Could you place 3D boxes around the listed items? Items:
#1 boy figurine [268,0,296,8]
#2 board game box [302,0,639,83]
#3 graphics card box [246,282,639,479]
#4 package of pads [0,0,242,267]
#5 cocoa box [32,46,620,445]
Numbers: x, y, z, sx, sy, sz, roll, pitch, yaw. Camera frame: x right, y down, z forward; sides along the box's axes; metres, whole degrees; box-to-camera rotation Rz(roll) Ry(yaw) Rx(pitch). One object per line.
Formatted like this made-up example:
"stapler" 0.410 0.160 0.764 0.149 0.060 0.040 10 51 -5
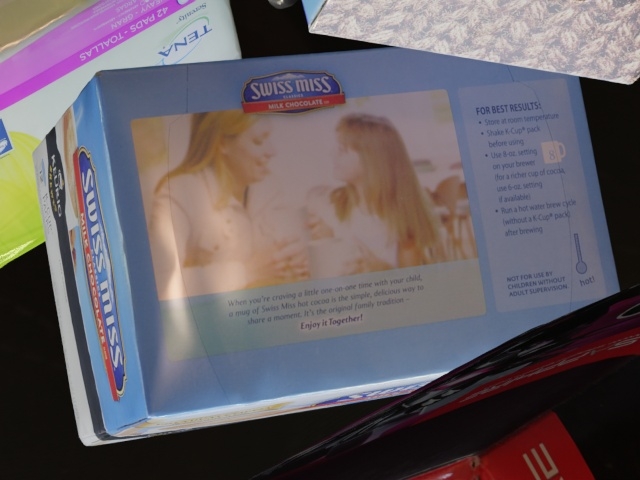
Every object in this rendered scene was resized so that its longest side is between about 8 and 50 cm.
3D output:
"boy figurine" -0.125 -0.274 1.229 0.092 0.285 0.177 -54 39 8
"board game box" 0.096 -0.263 1.038 0.141 0.232 0.291 -55 38 45
"graphics card box" 0.082 0.082 0.577 0.233 0.371 0.094 -28 85 41
"package of pads" -0.205 -0.129 1.407 0.296 0.229 0.101 -32 53 -17
"cocoa box" 0.000 0.000 1.187 0.347 0.228 0.231 -7 83 -20
